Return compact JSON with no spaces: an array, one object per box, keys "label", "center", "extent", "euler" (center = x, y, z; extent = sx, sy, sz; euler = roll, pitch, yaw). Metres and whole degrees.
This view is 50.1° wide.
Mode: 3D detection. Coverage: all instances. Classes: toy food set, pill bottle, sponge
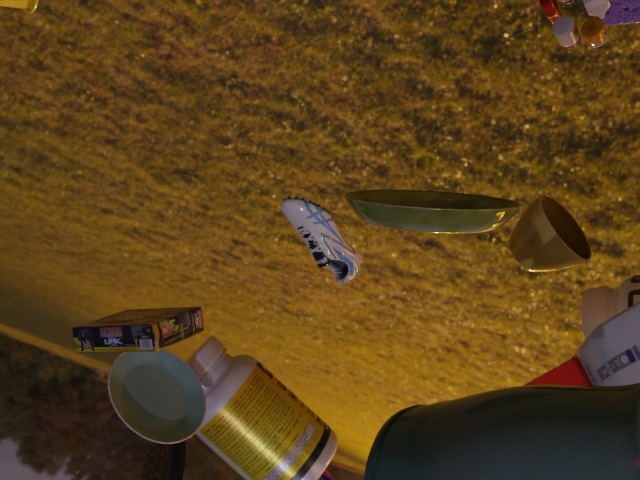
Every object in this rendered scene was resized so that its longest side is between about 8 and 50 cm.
[{"label":"toy food set","center":[0.483,-0.441,1.290],"extent":[0.111,0.233,0.104],"euler":[-20,152,29]},{"label":"pill bottle","center":[0.610,0.132,1.177],"extent":[0.278,0.162,0.162],"euler":[-12,148,41]},{"label":"pill bottle","center":[-0.142,0.353,1.369],"extent":[0.334,0.188,0.188],"euler":[44,159,-5]},{"label":"sponge","center":[0.536,-0.483,1.242],"extent":[0.210,0.031,0.117],"euler":[46,162,-33]}]

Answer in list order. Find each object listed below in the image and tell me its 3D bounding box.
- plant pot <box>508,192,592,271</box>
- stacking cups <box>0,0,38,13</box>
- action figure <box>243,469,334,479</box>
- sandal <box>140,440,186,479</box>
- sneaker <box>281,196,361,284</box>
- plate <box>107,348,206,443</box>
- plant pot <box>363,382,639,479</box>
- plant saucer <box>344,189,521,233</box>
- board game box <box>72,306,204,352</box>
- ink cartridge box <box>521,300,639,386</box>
[{"label":"plant pot","center":[0.381,0.001,1.171],"extent":[0.134,0.134,0.095],"euler":[28,129,-30]},{"label":"stacking cups","center":[-0.549,-0.363,0.917],"extent":[0.316,0.096,0.096],"euler":[-11,-176,-40]},{"label":"action figure","center":[-0.049,0.522,1.487],"extent":[0.280,0.091,0.139],"euler":[5,125,12]},{"label":"sandal","center":[-0.316,0.624,1.381],"extent":[0.107,0.446,0.167],"euler":[25,148,-31]},{"label":"sneaker","center":[0.000,0.000,1.467],"extent":[0.085,0.086,0.237],"euler":[-19,123,46]},{"label":"plate","center":[-0.284,0.268,1.184],"extent":[0.188,0.188,0.024],"euler":[27,125,-29]},{"label":"plant pot","center":[0.222,0.251,0.629],"extent":[0.255,0.272,0.271],"euler":[-31,135,34]},{"label":"plant saucer","center":[0.152,-0.041,0.947],"extent":[0.240,0.037,0.241],"euler":[3,-171,0]},{"label":"board game box","center":[-0.310,0.151,1.174],"extent":[0.170,0.048,0.141],"euler":[-5,-174,23]},{"label":"ink cartridge box","center":[0.414,0.267,0.881],"extent":[0.091,0.308,0.385],"euler":[-1,149,-34]}]
